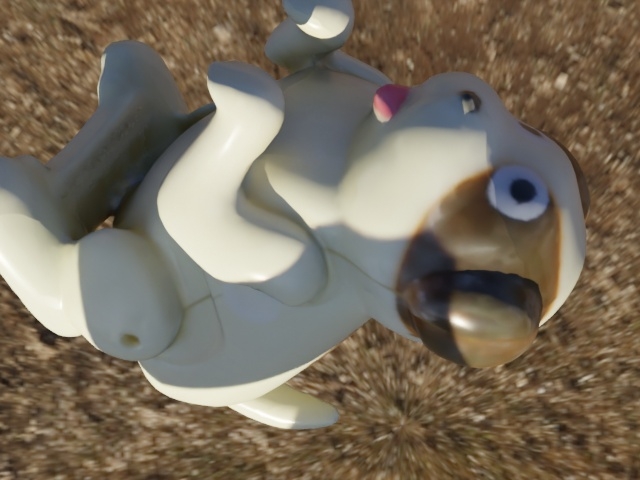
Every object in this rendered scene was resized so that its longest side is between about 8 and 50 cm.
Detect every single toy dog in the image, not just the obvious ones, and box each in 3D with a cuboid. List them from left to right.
[{"bbox_3d":[0.000,0.000,1.134,0.408,0.284,0.395,-8,111,32],"label":"toy dog"}]
